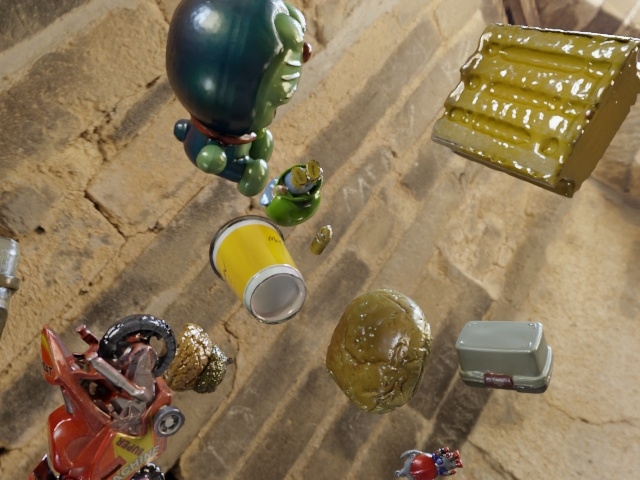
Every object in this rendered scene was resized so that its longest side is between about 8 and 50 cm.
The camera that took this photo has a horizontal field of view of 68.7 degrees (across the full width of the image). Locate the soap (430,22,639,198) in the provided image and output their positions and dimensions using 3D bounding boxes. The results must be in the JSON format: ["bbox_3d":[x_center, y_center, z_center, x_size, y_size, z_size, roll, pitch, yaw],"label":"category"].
[{"bbox_3d":[0.442,-0.281,0.984,0.156,0.335,0.293,12,-74,-44],"label":"soap"}]

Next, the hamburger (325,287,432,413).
[{"bbox_3d":[0.126,0.244,1.066,0.134,0.285,0.265,14,-83,-36],"label":"hamburger"}]

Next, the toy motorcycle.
[{"bbox_3d":[-0.265,0.234,0.580,0.171,0.089,0.298,0,-74,-30],"label":"toy motorcycle"}]

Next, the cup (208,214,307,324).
[{"bbox_3d":[-0.144,0.065,1.101,0.197,0.279,0.196,-12,-61,-21],"label":"cup"}]

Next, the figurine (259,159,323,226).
[{"bbox_3d":[-0.069,-0.120,1.210,0.162,0.263,0.143,-31,-94,-22],"label":"figurine"}]

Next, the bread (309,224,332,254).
[{"bbox_3d":[0.000,0.000,1.094,0.034,0.088,0.049,21,-128,-10],"label":"bread"}]

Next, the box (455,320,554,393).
[{"bbox_3d":[0.444,0.278,1.138,0.148,0.210,0.129,-41,-63,-48],"label":"box"}]

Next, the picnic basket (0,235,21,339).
[{"bbox_3d":[-0.491,0.117,0.579,0.165,0.139,0.266,15,-64,-35],"label":"picnic basket"}]

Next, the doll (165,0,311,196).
[{"bbox_3d":[-0.125,-0.218,0.664,0.186,0.198,0.321,13,-51,-12],"label":"doll"}]

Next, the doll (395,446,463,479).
[{"bbox_3d":[0.308,0.650,1.348,0.195,0.062,0.104,-19,-75,9],"label":"doll"}]

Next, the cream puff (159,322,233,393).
[{"bbox_3d":[-0.324,0.332,1.268,0.169,0.183,0.183,25,-99,-8],"label":"cream puff"}]
